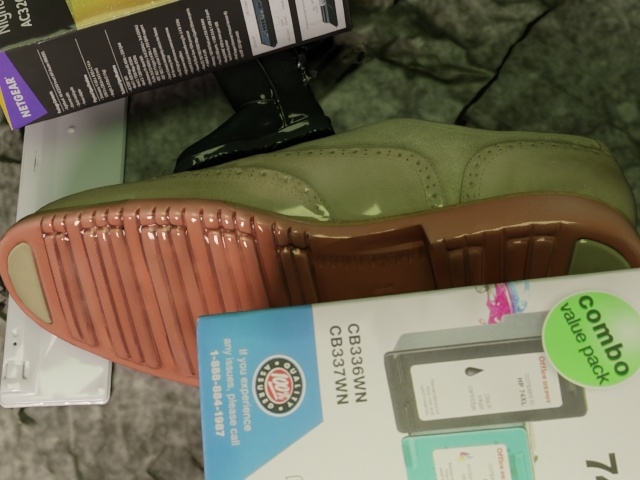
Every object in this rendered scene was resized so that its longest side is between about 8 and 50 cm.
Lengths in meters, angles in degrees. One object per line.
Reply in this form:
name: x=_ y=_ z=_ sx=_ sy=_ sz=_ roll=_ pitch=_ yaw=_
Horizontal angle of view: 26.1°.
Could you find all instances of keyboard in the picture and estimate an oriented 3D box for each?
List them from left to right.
keyboard: x=-0.171 y=-0.011 z=0.933 sx=0.072 sy=0.014 sz=0.256 roll=0 pitch=65 yaw=-1

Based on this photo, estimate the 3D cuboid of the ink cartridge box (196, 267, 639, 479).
ink cartridge box: x=0.085 y=0.148 z=0.733 sx=0.270 sy=0.197 sz=0.198 roll=-7 pitch=65 yaw=1

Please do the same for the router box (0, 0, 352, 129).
router box: x=-0.138 y=-0.246 z=0.979 sx=0.243 sy=0.081 sz=0.309 roll=-18 pitch=56 yaw=-4

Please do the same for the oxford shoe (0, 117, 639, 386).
oxford shoe: x=0.000 y=0.000 z=0.869 sx=0.397 sy=0.140 sz=0.146 roll=1 pitch=39 yaw=7

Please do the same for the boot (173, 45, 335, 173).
boot: x=-0.056 y=-0.095 z=0.943 sx=0.121 sy=0.045 sz=0.099 roll=-20 pitch=66 yaw=-10
